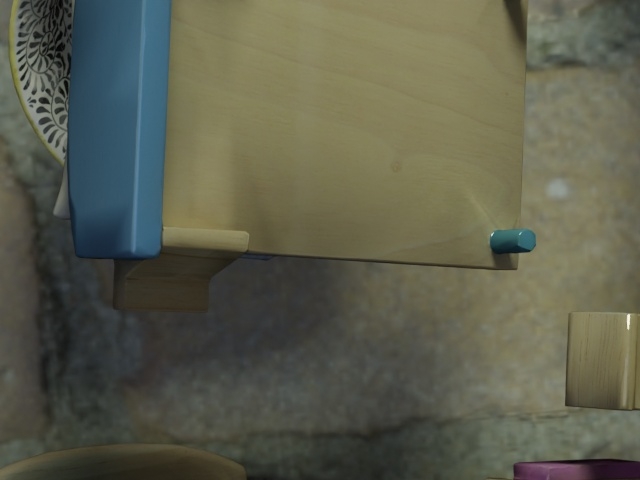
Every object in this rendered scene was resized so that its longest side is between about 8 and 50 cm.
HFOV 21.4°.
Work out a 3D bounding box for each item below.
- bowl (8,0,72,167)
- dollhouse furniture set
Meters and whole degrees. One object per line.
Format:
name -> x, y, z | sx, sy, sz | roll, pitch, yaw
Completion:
bowl -> -0.051, -0.100, 0.747 | 0.170, 0.080, 0.170 | -4, 119, -8
dollhouse furniture set -> 0.000, 0.000, 0.730 | 0.286, 0.198, 0.303 | 2, 89, -34
